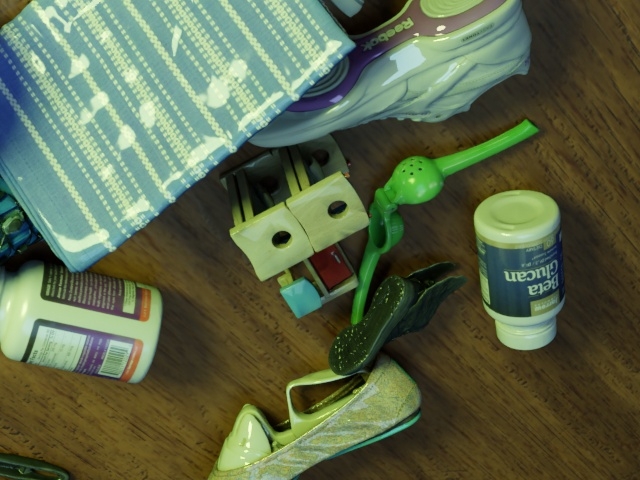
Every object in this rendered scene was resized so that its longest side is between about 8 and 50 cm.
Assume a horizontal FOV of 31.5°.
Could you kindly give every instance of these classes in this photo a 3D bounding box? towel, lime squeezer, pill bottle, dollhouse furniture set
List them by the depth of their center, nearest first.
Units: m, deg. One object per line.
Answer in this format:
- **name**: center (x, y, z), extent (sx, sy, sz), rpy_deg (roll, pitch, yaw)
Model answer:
- **towel**: center (-0.166, -0.159, 1.022), extent (0.336, 0.040, 0.243), rpy_deg (-38, 77, 12)
- **dollhouse furniture set**: center (0.000, 0.000, 1.185), extent (0.129, 0.129, 0.183), rpy_deg (-28, 121, 6)
- **pill bottle**: center (-0.272, 0.081, 1.195), extent (0.194, 0.108, 0.108), rpy_deg (15, 117, -19)
- **lime squeezer**: center (0.097, -0.032, 1.242), extent (0.310, 0.059, 0.110), rpy_deg (-50, 150, 18)
- **pill bottle**: center (0.226, 0.037, 1.273), extent (0.094, 0.094, 0.169), rpy_deg (-13, 123, -3)

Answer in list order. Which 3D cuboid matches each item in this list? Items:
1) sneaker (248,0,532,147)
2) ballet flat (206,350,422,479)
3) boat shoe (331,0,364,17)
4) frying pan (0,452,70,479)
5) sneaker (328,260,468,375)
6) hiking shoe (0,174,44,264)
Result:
- **sneaker**: center (0.068, -0.149, 1.118), extent (0.305, 0.114, 0.152), rpy_deg (-22, 142, 12)
- **ballet flat**: center (-0.034, 0.226, 1.350), extent (0.316, 0.107, 0.106), rpy_deg (-29, 102, 1)
- **boat shoe**: center (-0.010, -0.305, 1.025), extent (0.081, 0.079, 0.227), rpy_deg (-34, 122, 8)
- **frying pan**: center (-0.477, 0.260, 1.305), extent (0.197, 0.053, 0.326), rpy_deg (-41, 117, 15)
- **sneaker**: center (0.087, 0.091, 1.293), extent (0.089, 0.051, 0.170), rpy_deg (11, 122, -48)
- **hiking shoe**: center (-0.307, -0.017, 1.113), extent (0.304, 0.132, 0.113), rpy_deg (-22, 123, 3)
